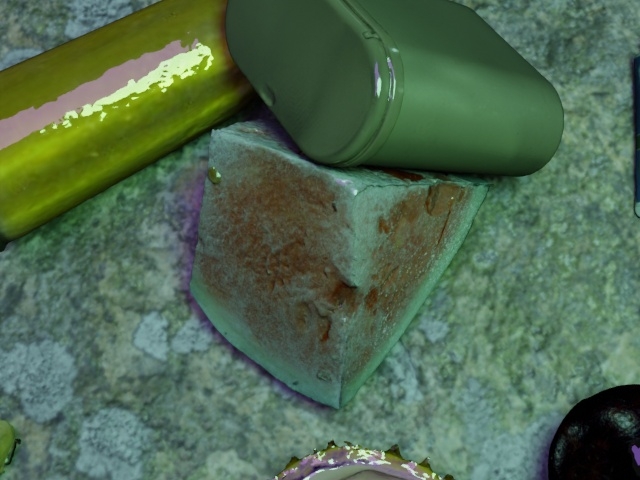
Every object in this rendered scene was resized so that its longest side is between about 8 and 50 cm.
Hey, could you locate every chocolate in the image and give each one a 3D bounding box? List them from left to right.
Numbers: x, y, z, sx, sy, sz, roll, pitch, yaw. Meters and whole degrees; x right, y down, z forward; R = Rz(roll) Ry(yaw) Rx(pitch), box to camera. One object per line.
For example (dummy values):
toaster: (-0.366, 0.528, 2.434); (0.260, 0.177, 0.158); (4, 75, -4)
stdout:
chocolate: (-0.154, -0.152, 1.101); (0.445, 0.162, 0.162); (-27, 72, -9)

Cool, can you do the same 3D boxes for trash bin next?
trash bin: (0.070, -0.155, 1.004); (0.243, 0.247, 0.121); (55, 128, 38)

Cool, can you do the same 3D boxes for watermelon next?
watermelon: (0.000, 0.000, 1.005); (0.213, 0.201, 0.261); (26, 82, 19)

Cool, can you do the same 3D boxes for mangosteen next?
mangosteen: (0.276, 0.200, 0.961); (0.153, 0.152, 0.152); (-1, 72, 4)

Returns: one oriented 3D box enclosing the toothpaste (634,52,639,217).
toothpaste: (0.337, -0.118, 1.103); (0.057, 0.035, 0.197); (-5, 73, 19)

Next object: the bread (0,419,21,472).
bread: (-0.377, 0.223, 1.036); (0.147, 0.127, 0.152); (21, 108, 8)

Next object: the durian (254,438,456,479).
durian: (0.074, 0.296, 0.958); (0.341, 0.112, 0.191); (28, 67, 4)
